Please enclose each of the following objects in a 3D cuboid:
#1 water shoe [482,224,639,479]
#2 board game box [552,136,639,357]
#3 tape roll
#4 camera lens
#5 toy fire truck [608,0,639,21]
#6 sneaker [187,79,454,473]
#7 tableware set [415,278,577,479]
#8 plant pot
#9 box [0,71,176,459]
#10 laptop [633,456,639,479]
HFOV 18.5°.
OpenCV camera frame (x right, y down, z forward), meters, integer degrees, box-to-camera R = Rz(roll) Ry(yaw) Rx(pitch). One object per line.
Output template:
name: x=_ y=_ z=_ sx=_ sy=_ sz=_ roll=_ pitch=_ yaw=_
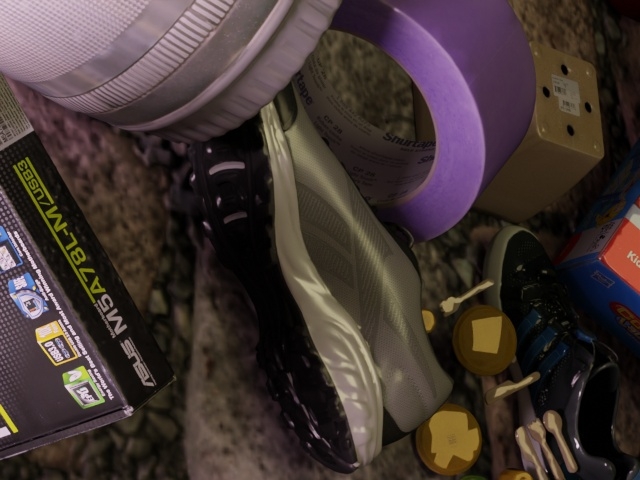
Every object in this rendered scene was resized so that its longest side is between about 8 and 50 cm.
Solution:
water shoe: x=0.174 y=0.082 z=1.371 sx=0.073 sy=0.080 sz=0.203 roll=-3 pitch=77 yaw=-46
board game box: x=0.375 y=0.003 z=1.479 sx=0.308 sy=0.086 sz=0.302 roll=39 pitch=69 yaw=-9
tape roll: x=0.033 y=-0.095 z=1.218 sx=0.189 sy=0.189 sz=0.080 roll=56 pitch=44 yaw=-14
camera lens: x=-0.140 y=-0.198 z=1.059 sx=0.274 sy=0.219 sz=0.219 roll=29 pitch=56 yaw=-35
toy fire truck: x=0.245 y=-0.272 z=1.548 sx=0.246 sy=0.158 sz=0.217 roll=-31 pitch=98 yaw=-35
sneaker: x=0.000 y=0.000 z=1.200 sx=0.108 sy=0.100 sz=0.271 roll=-24 pitch=99 yaw=-28
tableware set: x=0.101 y=0.111 z=1.317 sx=0.104 sy=0.024 sz=0.154 roll=-26 pitch=92 yaw=-22
plant pot: x=0.139 y=-0.084 z=1.389 sx=0.109 sy=0.096 sz=0.109 roll=15 pitch=65 yaw=-41
box: x=-0.183 y=0.017 z=0.960 sx=0.045 sy=0.184 sz=0.191 roll=-39 pitch=104 yaw=-48
laptop: x=0.424 y=0.303 z=1.436 sx=0.382 sy=0.408 sz=0.236 roll=-35 pitch=134 yaw=-46
